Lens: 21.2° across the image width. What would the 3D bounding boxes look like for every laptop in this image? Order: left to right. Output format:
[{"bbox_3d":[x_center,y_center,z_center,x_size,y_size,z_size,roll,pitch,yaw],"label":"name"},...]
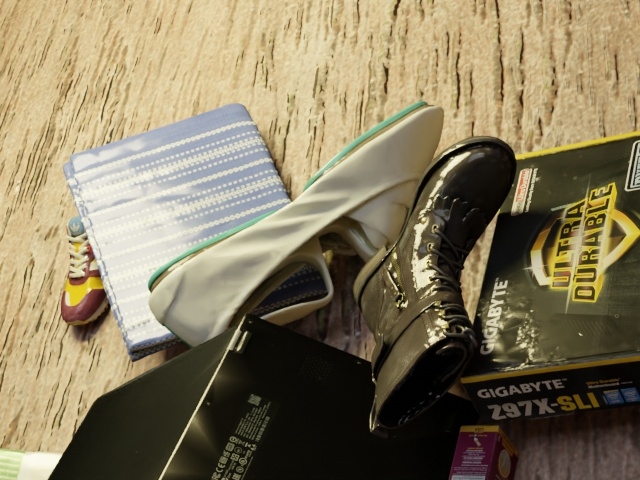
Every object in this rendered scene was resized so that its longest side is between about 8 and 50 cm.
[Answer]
[{"bbox_3d":[-0.105,0.290,1.689,0.408,0.236,0.382,20,45,6],"label":"laptop"}]

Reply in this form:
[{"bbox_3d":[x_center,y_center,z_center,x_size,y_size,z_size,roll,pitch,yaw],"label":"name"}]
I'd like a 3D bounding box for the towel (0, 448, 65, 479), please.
[{"bbox_3d":[-0.328,0.335,1.817,0.325,0.038,0.248,2,54,10],"label":"towel"}]

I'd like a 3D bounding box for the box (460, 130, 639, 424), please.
[{"bbox_3d":[0.290,0.024,1.675,0.257,0.079,0.322,-8,41,26],"label":"box"}]

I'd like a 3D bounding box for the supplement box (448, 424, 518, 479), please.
[{"bbox_3d":[0.155,0.226,1.645,0.043,0.055,0.083,-4,54,30],"label":"supplement box"}]

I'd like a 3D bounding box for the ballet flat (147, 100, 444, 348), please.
[{"bbox_3d":[0.000,0.000,1.888,0.400,0.139,0.139,-33,41,-14],"label":"ballet flat"}]

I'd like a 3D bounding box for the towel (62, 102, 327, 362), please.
[{"bbox_3d":[-0.154,-0.018,2.021,0.243,0.040,0.336,-19,49,-6],"label":"towel"}]

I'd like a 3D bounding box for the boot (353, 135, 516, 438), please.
[{"bbox_3d":[0.123,0.046,1.666,0.263,0.091,0.229,-56,20,21],"label":"boot"}]

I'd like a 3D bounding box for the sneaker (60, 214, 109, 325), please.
[{"bbox_3d":[-0.289,0.016,2.102,0.069,0.084,0.185,-8,49,30],"label":"sneaker"}]
